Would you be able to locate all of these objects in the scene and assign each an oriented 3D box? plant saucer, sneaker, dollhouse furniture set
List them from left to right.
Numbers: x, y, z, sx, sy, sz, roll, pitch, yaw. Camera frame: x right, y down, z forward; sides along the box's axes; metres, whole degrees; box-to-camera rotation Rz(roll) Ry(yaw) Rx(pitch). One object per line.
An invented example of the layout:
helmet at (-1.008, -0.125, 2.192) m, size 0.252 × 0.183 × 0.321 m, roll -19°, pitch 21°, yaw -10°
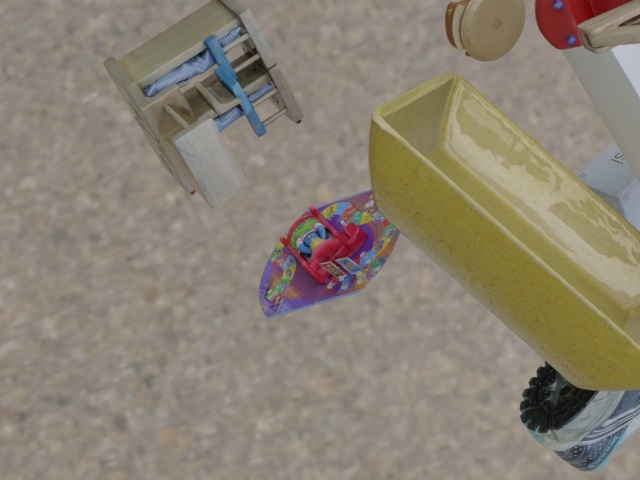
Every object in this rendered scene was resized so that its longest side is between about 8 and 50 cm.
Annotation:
dollhouse furniture set at (-0.077, -0.106, 1.610) m, size 0.129 × 0.183 × 0.129 m, roll -34°, pitch 126°, yaw -7°
plant saucer at (0.184, 0.000, 1.667) m, size 0.333 × 0.081 × 0.333 m, roll 41°, pitch 19°, yaw 5°
sneaker at (0.324, 0.113, 1.883) m, size 0.283 × 0.110 × 0.122 m, roll -44°, pitch 127°, yaw -6°

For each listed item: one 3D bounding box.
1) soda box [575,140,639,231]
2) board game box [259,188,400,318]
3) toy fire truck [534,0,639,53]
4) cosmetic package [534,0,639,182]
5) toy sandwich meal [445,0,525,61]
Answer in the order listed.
soda box at (0.385, -0.098, 2.086) m, size 0.216 × 0.074 × 0.069 m, roll -41°, pitch 130°, yaw -20°
board game box at (0.000, 0.000, 1.736) m, size 0.033 × 0.169 × 0.133 m, roll 45°, pitch 45°, yaw -32°
toy fire truck at (0.220, -0.158, 1.281) m, size 0.135 × 0.192 × 0.047 m, roll -44°, pitch 118°, yaw -46°
cosmetic package at (0.420, -0.154, 1.821) m, size 0.284 × 0.097 × 0.377 m, roll -17°, pitch 63°, yaw -17°
toy sandwich meal at (0.156, -0.207, 1.767) m, size 0.086 × 0.029 × 0.085 m, roll -16°, pitch 120°, yaw -30°
